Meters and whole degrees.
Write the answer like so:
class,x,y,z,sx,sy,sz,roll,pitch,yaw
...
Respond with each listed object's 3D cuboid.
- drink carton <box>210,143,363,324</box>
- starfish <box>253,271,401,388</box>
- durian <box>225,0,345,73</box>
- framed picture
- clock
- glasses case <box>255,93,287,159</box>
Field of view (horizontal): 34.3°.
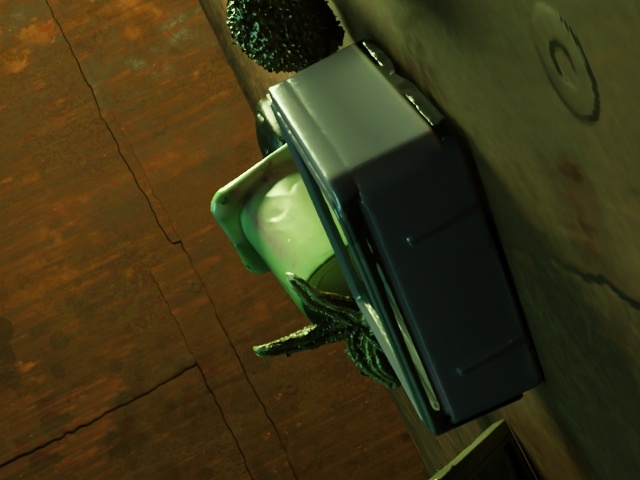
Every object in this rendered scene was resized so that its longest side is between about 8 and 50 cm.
class,x,y,z,sx,sy,sz,roll,pitch,yaw
drink carton,0.000,0.000,1.025,0.142,0.144,0.146,49,171,40
starfish,0.047,0.082,0.954,0.208,0.176,0.053,25,-126,-26
durian,-0.020,-0.141,0.665,0.091,0.080,0.080,47,176,6
framed picture,0.142,0.221,0.701,0.184,0.016,0.250,64,-164,11
clock,0.048,0.000,0.598,0.145,0.073,0.193,-119,4,-55
glasses case,-0.006,-0.044,1.236,0.122,0.075,0.314,59,175,43
